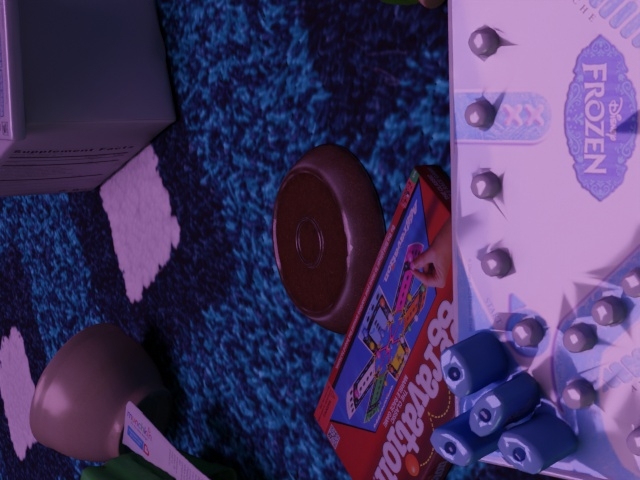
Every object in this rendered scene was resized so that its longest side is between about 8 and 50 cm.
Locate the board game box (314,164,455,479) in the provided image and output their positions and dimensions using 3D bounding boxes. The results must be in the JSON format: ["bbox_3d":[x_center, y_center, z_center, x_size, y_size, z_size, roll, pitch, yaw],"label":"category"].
[{"bbox_3d":[0.073,0.095,0.932,0.145,0.027,0.281,54,139,38],"label":"board game box"}]

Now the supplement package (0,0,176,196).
[{"bbox_3d":[-0.313,-0.174,1.386,0.293,0.175,0.178,-27,71,58],"label":"supplement package"}]

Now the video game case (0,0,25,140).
[{"bbox_3d":[-0.343,-0.185,1.243,0.143,0.019,0.157,10,104,57],"label":"video game case"}]

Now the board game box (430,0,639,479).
[{"bbox_3d":[0.212,-0.054,0.516,0.390,0.050,0.390,5,101,39],"label":"board game box"}]

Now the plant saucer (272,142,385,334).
[{"bbox_3d":[0.000,0.000,1.035,0.168,0.029,0.168,16,108,58],"label":"plant saucer"}]

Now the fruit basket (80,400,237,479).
[{"bbox_3d":[-0.110,0.379,1.216,0.353,0.165,0.327,27,120,37],"label":"fruit basket"}]

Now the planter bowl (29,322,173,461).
[{"bbox_3d":[-0.241,0.192,1.378,0.109,0.162,0.162,27,122,25],"label":"planter bowl"}]

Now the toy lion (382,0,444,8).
[{"bbox_3d":[0.053,-0.215,0.835,0.034,0.096,0.100,49,136,44],"label":"toy lion"}]
